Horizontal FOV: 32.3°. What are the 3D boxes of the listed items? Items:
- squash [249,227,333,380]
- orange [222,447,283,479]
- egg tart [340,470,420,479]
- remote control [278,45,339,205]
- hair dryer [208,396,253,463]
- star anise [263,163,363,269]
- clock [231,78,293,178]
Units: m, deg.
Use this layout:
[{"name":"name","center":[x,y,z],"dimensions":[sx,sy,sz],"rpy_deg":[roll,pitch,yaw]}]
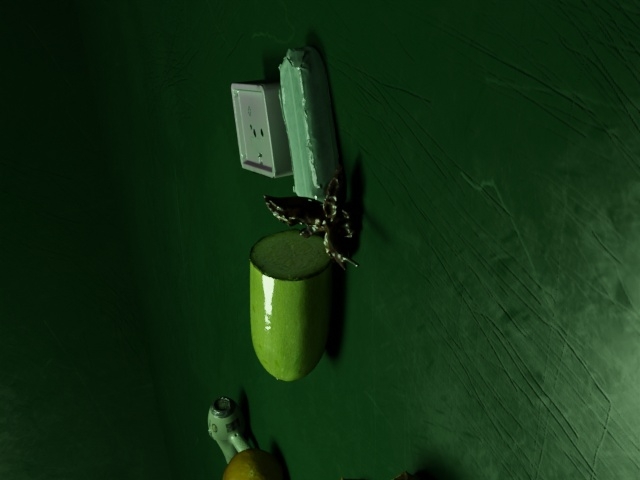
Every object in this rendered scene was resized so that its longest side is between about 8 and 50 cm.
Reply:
[{"name":"squash","center":[-0.045,0.117,1.739],"dimensions":[0.132,0.133,0.247],"rpy_deg":[-123,27,-50]},{"name":"orange","center":[-0.129,0.499,2.226],"dimensions":[0.156,0.134,0.156],"rpy_deg":[8,-90,-70]},{"name":"egg tart","center":[0.028,0.416,1.459],"dimensions":[0.118,0.288,0.288],"rpy_deg":[35,155,1]},{"name":"remote control","center":[-0.015,-0.161,1.619],"dimensions":[0.104,0.052,0.247],"rpy_deg":[171,90,-68]},{"name":"hair dryer","center":[-0.176,0.472,2.459],"dimensions":[0.224,0.088,0.219],"rpy_deg":[56,161,19]},{"name":"star anise","center":[0.004,-0.006,1.536],"dimensions":[0.140,0.158,0.144],"rpy_deg":[-27,28,38]},{"name":"clock","center":[-0.083,-0.183,1.788],"dimensions":[0.197,0.063,0.150],"rpy_deg":[-156,58,-69]}]
